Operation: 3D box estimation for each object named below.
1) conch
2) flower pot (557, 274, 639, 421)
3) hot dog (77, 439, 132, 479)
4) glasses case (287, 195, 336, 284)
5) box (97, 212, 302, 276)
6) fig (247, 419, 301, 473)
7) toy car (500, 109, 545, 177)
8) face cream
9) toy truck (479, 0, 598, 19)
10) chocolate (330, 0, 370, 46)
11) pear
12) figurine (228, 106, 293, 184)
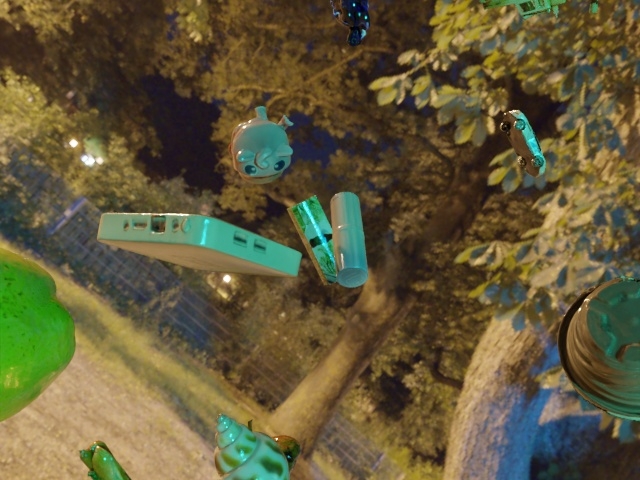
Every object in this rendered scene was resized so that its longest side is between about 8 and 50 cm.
[{"bbox_3d":[-0.151,0.481,1.278,0.183,0.274,0.149,-11,-8,35],"label":"conch"},{"bbox_3d":[0.477,0.145,0.957,0.235,0.235,0.140,34,-12,36],"label":"flower pot"},{"bbox_3d":[-0.510,0.591,1.551,0.109,0.072,0.269,20,-40,51],"label":"hot dog"},{"bbox_3d":[0.000,0.000,1.982,0.272,0.095,0.062,63,-20,-7],"label":"glasses case"},{"bbox_3d":[-0.282,0.009,1.496,0.367,0.090,0.373,1,-14,34],"label":"box"},{"bbox_3d":[-0.165,0.661,1.983,0.201,0.133,0.146,31,16,0],"label":"fig"},{"bbox_3d":[0.574,-0.272,1.771,0.205,0.056,0.095,59,-6,-11],"label":"toy car"},{"bbox_3d":[0.067,-0.006,1.512,0.077,0.077,0.250,49,27,-40],"label":"face cream"},{"bbox_3d":[0.409,-0.457,1.113,0.260,0.128,0.135,-3,-56,21],"label":"toy truck"},{"bbox_3d":[0.068,-0.654,1.551,0.126,0.343,0.148,4,8,15],"label":"chocolate"},{"bbox_3d":[-0.675,0.183,1.231,0.391,0.391,0.391,40,-9,8],"label":"pear"},{"bbox_3d":[-0.156,-0.239,1.642,0.287,0.176,0.186,-129,-156,-56],"label":"figurine"}]
